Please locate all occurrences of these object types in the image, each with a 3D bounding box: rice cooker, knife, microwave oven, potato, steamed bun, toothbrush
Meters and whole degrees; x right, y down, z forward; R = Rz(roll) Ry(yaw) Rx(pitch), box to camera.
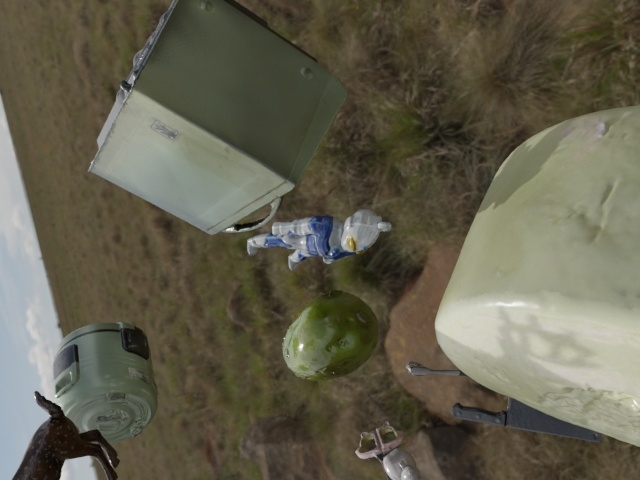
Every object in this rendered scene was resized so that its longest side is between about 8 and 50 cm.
[{"bbox_3d":[-0.475,0.305,1.369,0.244,0.226,0.226,-115,23,-49],"label":"rice cooker"},{"bbox_3d":[0.347,0.290,1.062,0.019,0.245,0.072,-6,-82,-70],"label":"knife"},{"bbox_3d":[-0.192,-0.207,1.106,0.394,0.333,0.247,-21,43,59],"label":"microwave oven"},{"bbox_3d":[0.019,0.184,1.155,0.148,0.186,0.253,44,178,13],"label":"potato"},{"bbox_3d":[0.369,0.022,0.725,0.456,0.371,0.290,2,147,43],"label":"steamed bun"},{"bbox_3d":[0.310,0.281,1.322,0.026,0.288,0.024,-130,51,-64],"label":"toothbrush"}]

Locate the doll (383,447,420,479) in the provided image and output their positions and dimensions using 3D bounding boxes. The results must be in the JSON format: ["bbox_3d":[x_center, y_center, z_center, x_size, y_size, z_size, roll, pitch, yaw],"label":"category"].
[{"bbox_3d":[0.178,0.473,1.181,0.160,0.059,0.161,55,165,14],"label":"doll"}]

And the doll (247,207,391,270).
[{"bbox_3d":[0.000,0.000,0.831,0.227,0.114,0.057,-18,52,45],"label":"doll"}]

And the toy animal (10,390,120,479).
[{"bbox_3d":[-0.415,0.345,0.864,0.087,0.260,0.243,-30,35,28],"label":"toy animal"}]

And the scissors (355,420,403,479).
[{"bbox_3d":[0.185,0.630,1.833,0.317,0.160,0.024,-108,-6,-79],"label":"scissors"}]
